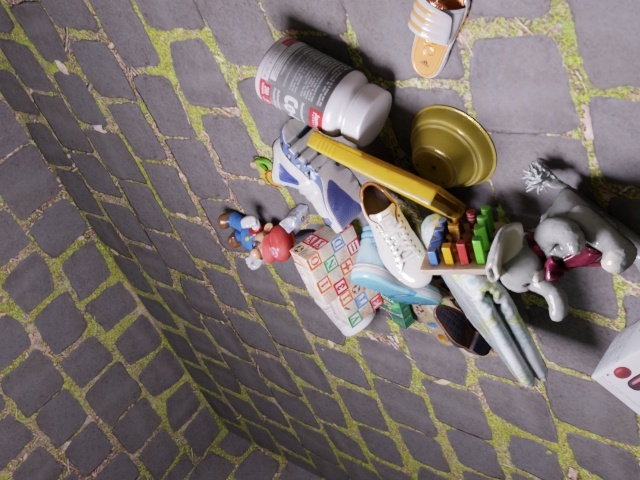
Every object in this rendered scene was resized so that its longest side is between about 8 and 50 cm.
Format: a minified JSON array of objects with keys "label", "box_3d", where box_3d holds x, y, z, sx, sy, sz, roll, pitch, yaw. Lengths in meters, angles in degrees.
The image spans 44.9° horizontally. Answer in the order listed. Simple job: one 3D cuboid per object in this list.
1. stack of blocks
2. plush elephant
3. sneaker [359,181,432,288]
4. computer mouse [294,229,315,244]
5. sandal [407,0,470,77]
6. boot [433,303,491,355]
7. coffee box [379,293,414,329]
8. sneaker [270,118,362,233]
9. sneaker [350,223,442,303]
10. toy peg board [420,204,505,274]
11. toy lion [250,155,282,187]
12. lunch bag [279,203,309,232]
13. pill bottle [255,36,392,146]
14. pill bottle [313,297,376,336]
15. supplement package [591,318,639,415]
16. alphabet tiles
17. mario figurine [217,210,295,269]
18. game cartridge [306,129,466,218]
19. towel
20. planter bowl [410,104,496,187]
[{"label":"stack of blocks","box_3d":[0.050,0.106,2.207,0.087,0.171,0.297,28,149,51]},{"label":"plush elephant","box_3d":[0.468,0.032,1.556,0.330,0.271,0.255,45,112,25]},{"label":"sneaker","box_3d":[0.170,-0.014,1.869,0.290,0.105,0.123,59,-175,13]},{"label":"computer mouse","box_3d":[0.000,0.000,2.322,0.242,0.041,0.071,-5,125,52]},{"label":"sandal","box_3d":[0.216,-0.402,1.501,0.102,0.076,0.265,32,149,18]},{"label":"boot","box_3d":[0.361,0.247,2.126,0.219,0.082,0.106,41,159,-23]},{"label":"coffee box","box_3d":[0.207,0.167,2.271,0.113,0.040,0.184,31,150,43]},{"label":"sneaker","box_3d":[-0.026,-0.169,2.070,0.316,0.127,0.182,56,152,-9]},{"label":"sneaker","box_3d":[0.222,0.048,2.042,0.127,0.208,0.319,-7,156,44]},{"label":"toy peg board","box_3d":[0.304,-0.008,1.676,0.160,0.161,0.079,-1,128,26]},{"label":"toy lion","box_3d":[-0.147,-0.196,2.258,0.096,0.034,0.100,6,134,37]},{"label":"lunch bag","box_3d":[-0.073,-0.067,2.291,0.053,0.071,0.083,44,150,-5]},{"label":"pill bottle","box_3d":[0.007,-0.334,1.755,0.283,0.161,0.161,31,149,20]},{"label":"pill bottle","box_3d":[0.054,0.173,2.390,0.229,0.131,0.131,50,150,-13]},{"label":"supplement package","box_3d":[0.744,0.277,1.676,0.194,0.149,0.203,38,151,8]},{"label":"alphabet tiles","box_3d":[0.369,0.204,2.174,0.343,0.011,0.285,50,150,-12]},{"label":"mario figurine","box_3d":[-0.221,0.005,2.455,0.198,0.170,0.320,21,178,-41]},{"label":"game cartridge","box_3d":[0.158,-0.148,1.778,0.323,0.053,0.285,30,-174,22]},{"label":"towel","box_3d":[0.387,0.140,1.828,0.374,0.090,0.320,54,-179,-34]},{"label":"planter bowl","box_3d":[0.270,-0.183,1.709,0.217,0.090,0.217,31,148,22]}]
